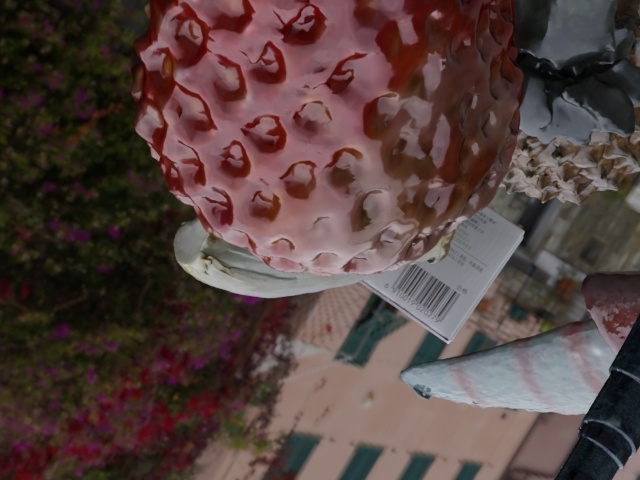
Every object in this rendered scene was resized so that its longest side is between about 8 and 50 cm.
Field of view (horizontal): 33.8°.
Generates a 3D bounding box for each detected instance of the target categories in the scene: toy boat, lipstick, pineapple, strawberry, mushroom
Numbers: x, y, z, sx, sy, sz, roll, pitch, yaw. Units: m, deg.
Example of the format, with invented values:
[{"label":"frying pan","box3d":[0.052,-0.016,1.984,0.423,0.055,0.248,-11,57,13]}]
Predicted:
[{"label":"toy boat","box3d":[0.218,0.117,0.952,0.206,0.282,0.096,46,-145,-42]},{"label":"lipstick","box3d":[0.201,0.140,0.739,0.053,0.234,0.053,29,147,21]},{"label":"pineapple","box3d":[0.197,-0.146,0.875,0.223,0.223,0.357,31,-177,11]},{"label":"strawberry","box3d":[0.025,-0.100,0.622,0.149,0.265,0.336,55,167,29]},{"label":"mushroom","box3d":[0.000,0.000,1.190,0.351,0.122,0.095,-7,-122,-30]}]

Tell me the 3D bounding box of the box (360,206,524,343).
[{"label":"box","box3d":[0.137,0.000,1.540,0.260,0.194,0.111,36,178,13]}]
